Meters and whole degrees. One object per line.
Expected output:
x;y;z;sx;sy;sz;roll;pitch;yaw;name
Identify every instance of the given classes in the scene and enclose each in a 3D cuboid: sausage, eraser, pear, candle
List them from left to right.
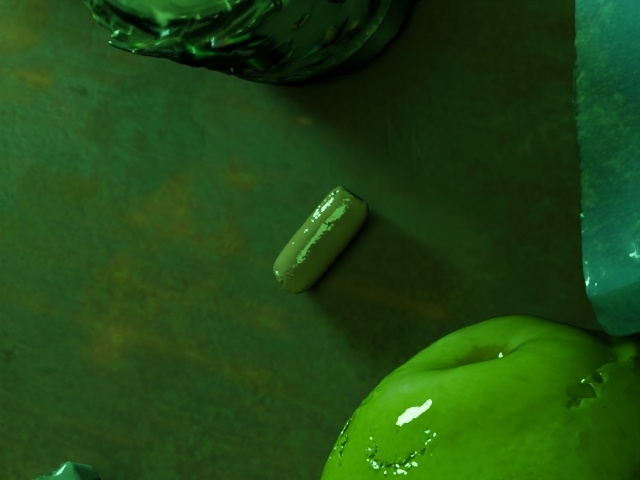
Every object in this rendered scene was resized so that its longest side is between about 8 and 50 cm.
-0.062;-0.196;1.050;0.187;0.330;0.187;0;90;22;candle
0.000;0.000;1.149;0.034;0.034;0.083;43;101;22;sausage
0.135;0.212;0.956;0.285;0.285;0.336;3;122;24;pear
0.220;-0.086;0.964;0.144;0.042;0.311;-20;39;25;eraser

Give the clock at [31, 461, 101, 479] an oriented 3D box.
-0.208;0.300;1.171;0.253;0.083;0.186;-39;69;13;clock
